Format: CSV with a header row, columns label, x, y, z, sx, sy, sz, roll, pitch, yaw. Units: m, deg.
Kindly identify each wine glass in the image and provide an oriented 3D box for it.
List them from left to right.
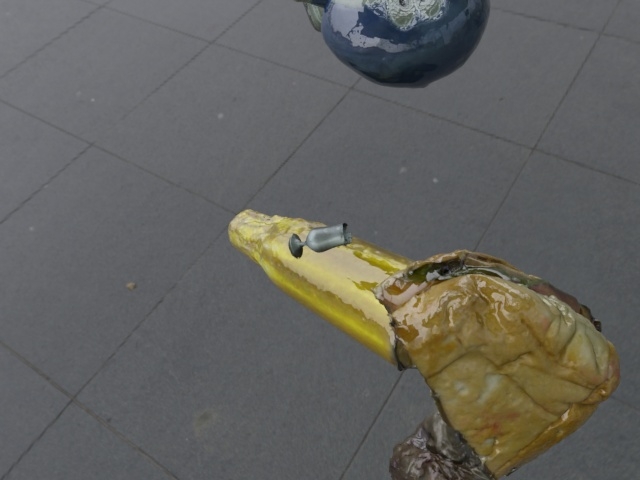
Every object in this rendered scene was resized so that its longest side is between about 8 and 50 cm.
label,x,y,z,sx,sy,sz,roll,pitch,yaw
wine glass,0.000,0.000,0.733,0.083,0.042,0.038,-12,80,25

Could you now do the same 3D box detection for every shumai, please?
label,x,y,z,sx,sy,sz,roll,pitch,yaw
shumai,0.227,0.378,0.892,0.185,0.218,0.184,-32,52,-24

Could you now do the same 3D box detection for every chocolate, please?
label,x,y,z,sx,sy,sz,roll,pitch,yaw
chocolate,0.006,0.042,0.902,0.446,0.162,0.162,27,61,38

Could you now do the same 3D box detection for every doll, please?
label,x,y,z,sx,sy,sz,roll,pitch,yaw
doll,0.080,-0.282,0.611,0.228,0.154,0.258,-13,45,3

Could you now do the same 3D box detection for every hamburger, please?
label,x,y,z,sx,sy,sz,roll,pitch,yaw
hamburger,0.225,0.129,0.639,0.209,0.330,0.162,-30,26,11

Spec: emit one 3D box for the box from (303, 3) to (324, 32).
label,x,y,z,sx,sy,sz,roll,pitch,yaw
box,0.031,-0.479,0.923,0.148,0.129,0.210,-22,97,-15
